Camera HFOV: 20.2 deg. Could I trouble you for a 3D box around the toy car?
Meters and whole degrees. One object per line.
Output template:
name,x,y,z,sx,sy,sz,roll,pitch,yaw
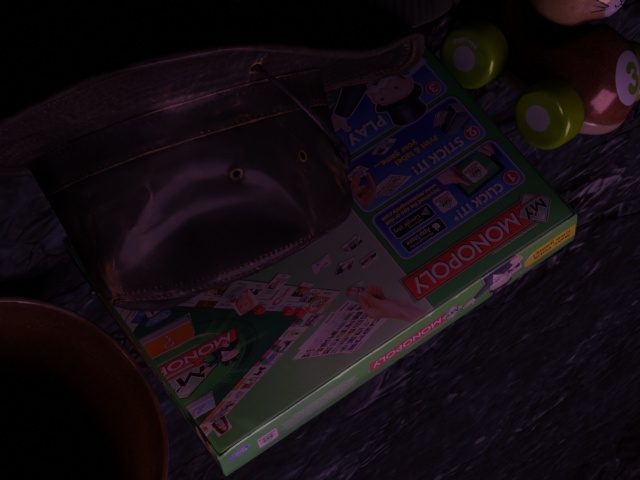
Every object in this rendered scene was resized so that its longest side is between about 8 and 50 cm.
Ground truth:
toy car,0.208,-0.189,1.384,0.155,0.149,0.188,-29,154,-48

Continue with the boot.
boot,-0.030,-0.150,1.149,0.198,0.077,0.137,-4,172,-25

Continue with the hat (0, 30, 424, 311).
hat,-0.081,-0.030,1.125,0.331,0.134,0.331,-14,179,0

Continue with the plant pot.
plant pot,-0.257,0.185,1.357,0.215,0.215,0.230,-20,166,-36

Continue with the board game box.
board game box,0.000,0.000,1.338,0.317,0.213,0.046,-33,156,-12
